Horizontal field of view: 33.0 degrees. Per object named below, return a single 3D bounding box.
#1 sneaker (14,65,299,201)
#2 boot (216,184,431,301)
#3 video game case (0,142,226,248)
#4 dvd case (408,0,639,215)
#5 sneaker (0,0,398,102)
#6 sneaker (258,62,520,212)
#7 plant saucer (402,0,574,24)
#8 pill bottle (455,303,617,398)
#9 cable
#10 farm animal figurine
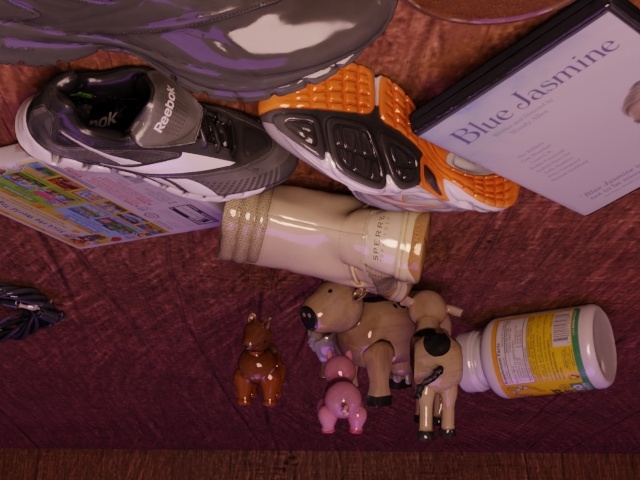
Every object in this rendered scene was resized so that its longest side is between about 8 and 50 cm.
[{"bbox_3d":[-0.120,-0.087,0.863,0.234,0.078,0.106,9,162,-19],"label":"sneaker"},{"bbox_3d":[0.000,0.000,1.095,0.203,0.095,0.262,9,176,1],"label":"boot"},{"bbox_3d":[-0.223,-0.046,1.063,0.206,0.026,0.227,-9,160,24],"label":"video game case"},{"bbox_3d":[0.216,-0.097,0.856,0.180,0.022,0.253,-32,145,34],"label":"dvd case"},{"bbox_3d":[-0.093,-0.158,0.626,0.286,0.109,0.130,1,157,-7],"label":"sneaker"},{"bbox_3d":[0.043,-0.067,0.901,0.262,0.099,0.121,17,160,-37],"label":"sneaker"},{"bbox_3d":[0.109,-0.179,0.673,0.168,0.029,0.168,1,161,0],"label":"plant saucer"},{"bbox_3d":[0.296,0.159,1.514,0.208,0.118,0.117,-11,158,29],"label":"pill bottle"},{"bbox_3d":[-0.445,0.098,1.450,0.184,0.047,0.150,-9,159,26],"label":"cable"},{"bbox_3d":[0.066,0.118,1.323,0.330,0.172,0.326,4,-175,34],"label":"farm animal figurine"}]
